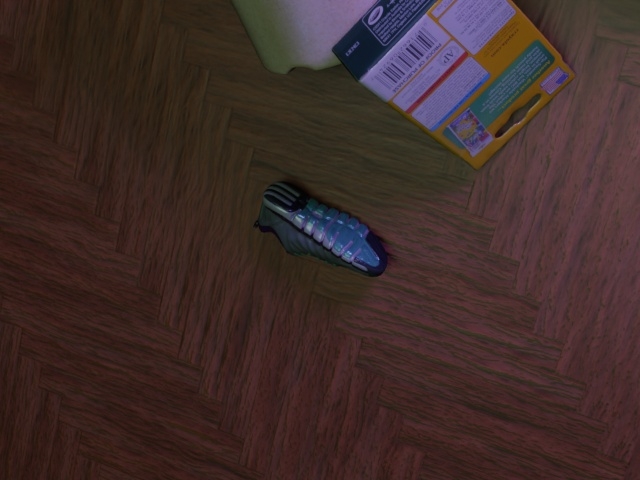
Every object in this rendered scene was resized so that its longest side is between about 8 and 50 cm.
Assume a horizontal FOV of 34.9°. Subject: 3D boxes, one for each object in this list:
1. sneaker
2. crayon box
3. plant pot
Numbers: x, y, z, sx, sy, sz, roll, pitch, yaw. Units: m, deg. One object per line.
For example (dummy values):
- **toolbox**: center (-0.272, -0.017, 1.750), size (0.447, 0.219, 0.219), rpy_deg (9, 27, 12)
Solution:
- **sneaker**: center (0.000, 0.000, 1.594), size (0.224, 0.083, 0.098), rpy_deg (35, 134, 9)
- **crayon box**: center (0.188, -0.241, 1.372), size (0.203, 0.323, 0.083), rpy_deg (-45, 52, 14)
- **plant pot**: center (-0.021, -0.406, 1.371), size (0.334, 0.333, 0.305), rpy_deg (-10, 118, 20)
